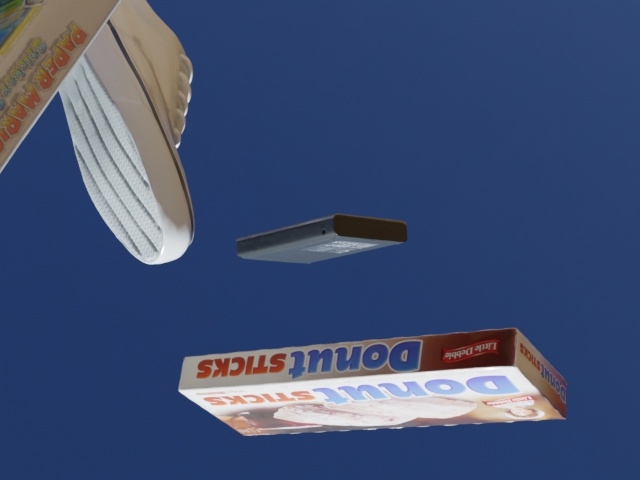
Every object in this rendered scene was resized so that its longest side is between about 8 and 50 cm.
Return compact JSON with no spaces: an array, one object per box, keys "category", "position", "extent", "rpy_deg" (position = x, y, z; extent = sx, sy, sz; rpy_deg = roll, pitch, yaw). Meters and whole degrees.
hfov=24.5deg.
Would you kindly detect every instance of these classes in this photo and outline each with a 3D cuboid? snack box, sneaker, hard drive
[{"category":"snack box","position":[0.023,0.070,0.704],"extent":[0.064,0.178,0.022],"rpy_deg":[44,-133,-48]},{"category":"sneaker","position":[-0.129,-0.106,1.038],"extent":[0.091,0.094,0.258],"rpy_deg":[-11,-111,-32]},{"category":"hard drive","position":[0.000,0.000,1.370],"extent":[0.094,0.135,0.022],"rpy_deg":[5,-103,-43]}]

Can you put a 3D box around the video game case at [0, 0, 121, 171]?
[{"category":"video game case","position":[-0.150,-0.052,0.542],"extent":[0.026,0.227,0.206],"rpy_deg":[44,-122,-25]}]
